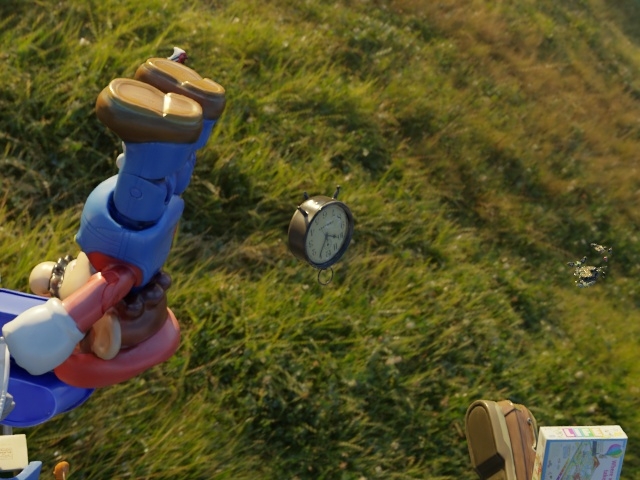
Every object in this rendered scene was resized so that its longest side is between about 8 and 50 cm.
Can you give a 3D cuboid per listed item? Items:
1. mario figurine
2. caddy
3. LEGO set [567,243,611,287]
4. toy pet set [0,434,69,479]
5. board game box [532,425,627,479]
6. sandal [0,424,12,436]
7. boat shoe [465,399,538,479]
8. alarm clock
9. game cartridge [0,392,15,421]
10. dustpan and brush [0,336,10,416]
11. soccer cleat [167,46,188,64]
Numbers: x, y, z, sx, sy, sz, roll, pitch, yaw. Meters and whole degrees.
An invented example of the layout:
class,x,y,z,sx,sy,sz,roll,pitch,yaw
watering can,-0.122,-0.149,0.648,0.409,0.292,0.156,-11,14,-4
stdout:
class,x,y,z,sx,sy,sz,roll,pitch,yaw
mario figurine,-0.203,-0.004,0.670,0.170,0.320,0.198,39,30,30
caddy,-0.611,0.231,1.492,0.341,0.241,0.179,12,7,4
LEGO set,0.386,0.041,1.063,0.083,0.023,0.054,-34,45,-15
toy pet set,-0.298,0.244,0.714,0.122,0.114,0.065,4,40,-30
board game box,0.326,0.310,0.957,0.103,0.154,0.026,0,22,-3
sandal,-0.727,0.371,1.765,0.079,0.088,0.240,-2,96,-48
boat shoe,0.300,0.387,1.103,0.104,0.111,0.307,8,62,-20
alarm clock,0.000,0.000,1.381,0.129,0.064,0.192,-29,125,-36
game cartridge,-0.486,0.152,0.837,0.196,0.294,0.060,40,87,6
dustpan and brush,-0.350,0.197,0.652,0.147,0.060,0.211,-2,91,-8
soccer cleat,-0.298,-0.347,1.492,0.035,0.083,0.029,41,21,14
